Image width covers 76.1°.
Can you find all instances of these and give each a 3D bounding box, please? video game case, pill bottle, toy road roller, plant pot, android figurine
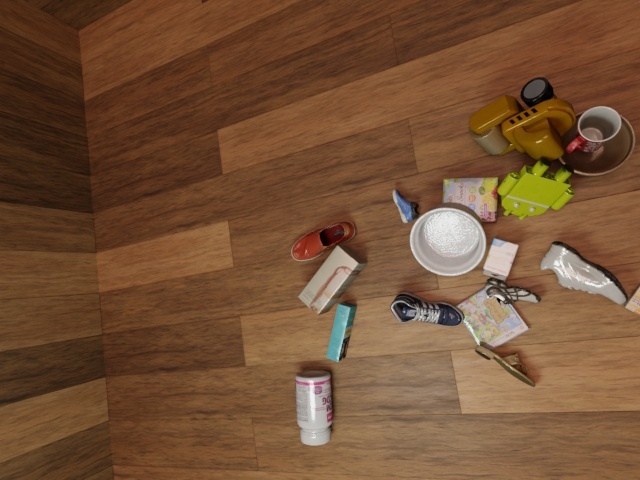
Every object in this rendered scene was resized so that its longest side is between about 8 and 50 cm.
[{"bbox_3d":[0.662,0.302,1.601,0.193,0.023,0.212,-37,73,17],"label":"video game case"},{"bbox_3d":[-0.027,0.730,1.803,0.160,0.160,0.283,-5,86,24],"label":"pill bottle"},{"bbox_3d":[0.714,-0.382,1.449,0.329,0.202,0.240,-24,52,42],"label":"toy road roller"},{"bbox_3d":[0.965,-0.338,1.460,0.237,0.110,0.237,-1,87,23],"label":"plant pot"},{"bbox_3d":[0.769,-0.175,1.479,0.248,0.273,0.056,16,51,-4],"label":"android figurine"}]

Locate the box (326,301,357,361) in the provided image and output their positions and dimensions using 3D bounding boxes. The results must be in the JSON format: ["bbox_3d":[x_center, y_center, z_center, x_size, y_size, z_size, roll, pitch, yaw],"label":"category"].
[{"bbox_3d":[0.095,0.400,1.803,0.060,0.100,0.244,13,92,23],"label":"box"}]

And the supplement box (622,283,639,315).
[{"bbox_3d":[1.102,0.205,1.405,0.062,0.036,0.098,33,100,23],"label":"supplement box"}]

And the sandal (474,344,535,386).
[{"bbox_3d":[0.710,0.447,1.540,0.240,0.088,0.079,31,76,15],"label":"sandal"}]

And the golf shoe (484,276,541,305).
[{"bbox_3d":[0.719,0.211,1.543,0.198,0.077,0.094,18,87,16],"label":"golf shoe"}]

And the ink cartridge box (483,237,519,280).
[{"bbox_3d":[0.687,0.073,1.567,0.092,0.090,0.143,21,96,24],"label":"ink cartridge box"}]

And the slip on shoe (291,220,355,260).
[{"bbox_3d":[0.000,0.000,1.871,0.331,0.101,0.123,-24,79,22],"label":"slip on shoe"}]

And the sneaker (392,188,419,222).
[{"bbox_3d":[0.368,-0.158,1.738,0.084,0.058,0.152,-23,82,27],"label":"sneaker"}]

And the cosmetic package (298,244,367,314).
[{"bbox_3d":[0.056,0.173,1.809,0.129,0.153,0.296,41,104,19],"label":"cosmetic package"}]

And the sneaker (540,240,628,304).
[{"bbox_3d":[0.936,0.129,1.463,0.297,0.111,0.129,41,119,24],"label":"sneaker"}]

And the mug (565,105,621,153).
[{"bbox_3d":[0.879,-0.352,1.347,0.150,0.169,0.113,-13,82,23],"label":"mug"}]

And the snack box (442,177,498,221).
[{"bbox_3d":[0.596,-0.159,1.634,0.207,0.070,0.174,2,89,26],"label":"snack box"}]

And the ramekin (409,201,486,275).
[{"bbox_3d":[0.499,-0.014,1.588,0.277,0.135,0.277,10,115,22],"label":"ramekin"}]

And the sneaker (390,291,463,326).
[{"bbox_3d":[0.416,0.290,1.631,0.282,0.153,0.099,16,104,26],"label":"sneaker"}]
